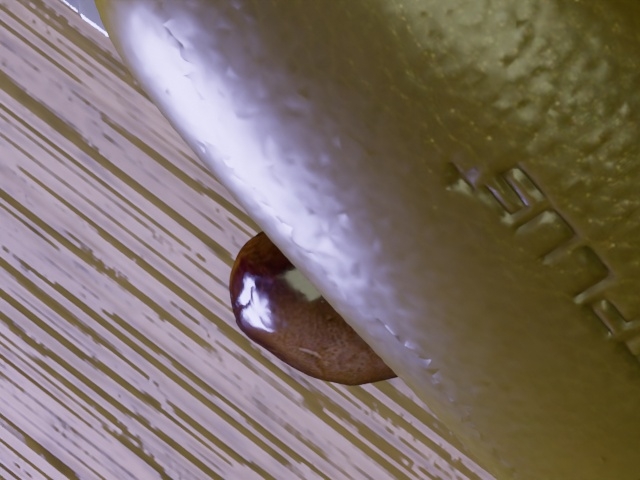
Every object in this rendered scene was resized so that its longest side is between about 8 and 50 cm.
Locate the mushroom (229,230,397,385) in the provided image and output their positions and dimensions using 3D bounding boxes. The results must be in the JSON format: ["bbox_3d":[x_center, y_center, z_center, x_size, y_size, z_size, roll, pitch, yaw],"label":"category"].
[{"bbox_3d":[-0.006,0.008,0.699,0.129,0.073,0.088,44,153,6],"label":"mushroom"}]

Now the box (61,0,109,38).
[{"bbox_3d":[-0.084,-0.173,0.664,0.233,0.067,0.149,36,122,6],"label":"box"}]

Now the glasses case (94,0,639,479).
[{"bbox_3d":[0.094,-0.012,0.569,0.173,0.141,0.371,-37,105,26],"label":"glasses case"}]
